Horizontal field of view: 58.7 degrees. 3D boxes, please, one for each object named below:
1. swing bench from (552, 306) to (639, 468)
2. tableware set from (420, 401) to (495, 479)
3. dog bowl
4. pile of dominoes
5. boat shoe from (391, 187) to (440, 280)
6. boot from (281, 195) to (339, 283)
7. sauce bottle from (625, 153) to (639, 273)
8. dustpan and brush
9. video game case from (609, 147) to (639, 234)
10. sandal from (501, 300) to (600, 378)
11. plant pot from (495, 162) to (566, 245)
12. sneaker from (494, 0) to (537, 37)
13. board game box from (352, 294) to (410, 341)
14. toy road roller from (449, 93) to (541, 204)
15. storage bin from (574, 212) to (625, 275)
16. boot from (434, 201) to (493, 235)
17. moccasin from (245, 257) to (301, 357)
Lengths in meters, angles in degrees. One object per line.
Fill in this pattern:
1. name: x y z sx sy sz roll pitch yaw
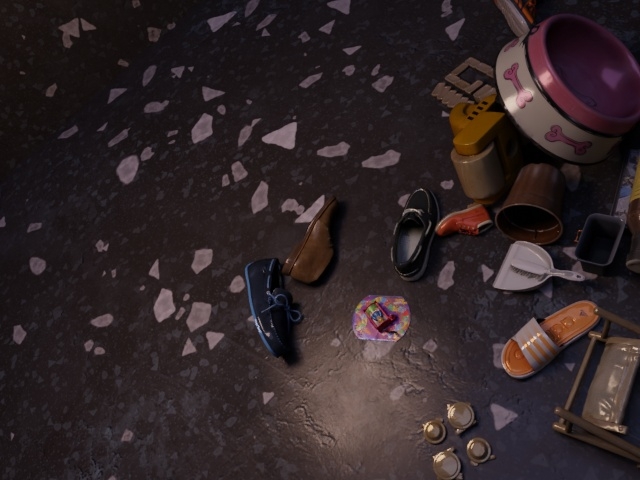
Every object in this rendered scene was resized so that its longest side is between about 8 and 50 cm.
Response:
1. swing bench: 0.648 0.314 1.167 0.255 0.165 0.253 21 70 29
2. tableware set: 0.313 0.466 1.325 0.141 0.020 0.168 -27 53 11
3. dog bowl: 0.660 -0.404 1.471 0.408 0.150 0.407 10 62 -19
4. pile of dominoes: 0.492 -0.485 1.849 0.196 0.040 0.251 -38 43 1
5. boat shoe: 0.269 -0.036 1.621 0.114 0.091 0.302 -7 56 27
6. boot: 0.000 0.000 1.754 0.115 0.112 0.305 27 66 5
7. sauce bottle: 0.787 -0.084 1.339 0.111 0.111 0.344 10 67 31
8. dustpan and brush: 0.552 0.077 1.427 0.211 0.060 0.147 18 69 34
9. video game case: 0.879 -0.113 1.400 0.275 0.035 0.248 11 66 32
10. sandal: 0.534 0.215 1.338 0.265 0.076 0.102 -37 51 1
11. plant pot: 0.559 -0.102 1.483 0.167 0.167 0.165 8 57 31
12. sneaker: 0.692 -0.802 1.880 0.180 0.124 0.321 -21 53 15
13. board game box: 0.161 0.206 1.560 0.169 0.033 0.133 0 60 26
14. toy road roller: 0.452 -0.278 1.611 0.329 0.202 0.241 -45 36 -22
15. storage bin: 0.673 0.017 1.385 0.098 0.091 0.135 16 68 34
16. boot: 0.399 -0.041 1.585 0.158 0.059 0.084 -27 57 8
17. moccasin: -0.139 0.175 1.668 0.117 0.137 0.342 -25 53 5
